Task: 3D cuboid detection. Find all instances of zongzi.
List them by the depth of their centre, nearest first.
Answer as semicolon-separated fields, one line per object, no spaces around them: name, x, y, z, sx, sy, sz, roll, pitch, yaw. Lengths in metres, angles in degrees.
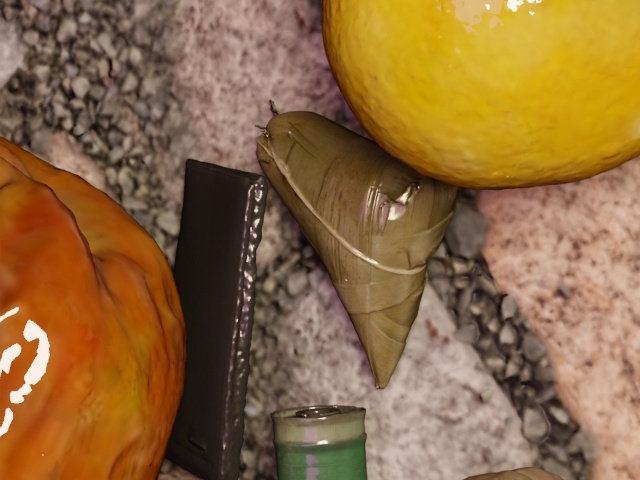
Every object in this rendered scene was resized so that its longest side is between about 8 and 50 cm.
zongzi;0.000;0.000;1.238;0.189;0.081;0.178;27;114;29

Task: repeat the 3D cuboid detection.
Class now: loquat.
loquat;0.140;-0.165;1.048;0.275;0.275;0.274;1;93;27

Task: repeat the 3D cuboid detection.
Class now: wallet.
wallet;-0.090;0.062;1.278;0.124;0.025;0.244;17;104;58

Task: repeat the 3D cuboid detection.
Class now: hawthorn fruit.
hawthorn fruit;-0.320;0.122;1.193;0.472;0.472;0.471;1;93;27

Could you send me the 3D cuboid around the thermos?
thermos;0.005;0.222;1.235;0.073;0.083;0.187;-4;92;4

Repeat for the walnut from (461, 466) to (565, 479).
walnut;0.115;0.268;1.140;0.178;0.178;0.230;52;124;15
